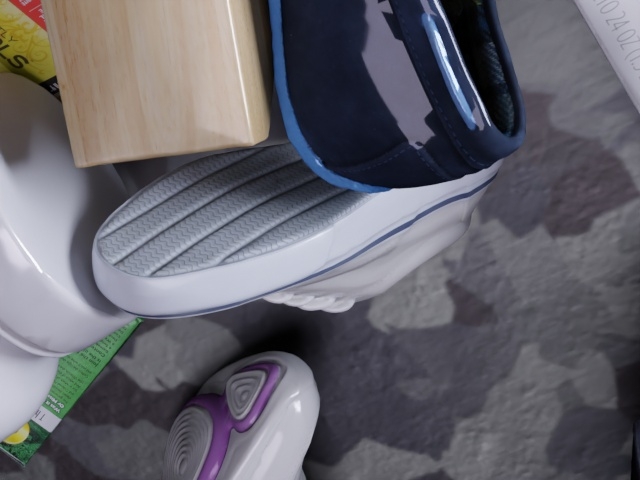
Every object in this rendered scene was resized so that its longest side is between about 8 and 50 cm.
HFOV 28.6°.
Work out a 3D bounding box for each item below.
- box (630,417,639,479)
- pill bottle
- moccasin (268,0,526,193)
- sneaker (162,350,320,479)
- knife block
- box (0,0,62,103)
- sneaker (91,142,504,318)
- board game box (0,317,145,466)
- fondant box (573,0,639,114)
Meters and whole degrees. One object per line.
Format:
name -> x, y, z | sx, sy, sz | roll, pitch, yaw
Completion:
box -> 0.352, 0.224, 0.692 | 0.343, 0.179, 0.312 | -5, 149, 9
pill bottle -> -0.265, 0.052, 0.666 | 0.334, 0.188, 0.188 | -29, 112, 16
moccasin -> 0.040, -0.196, 0.563 | 0.117, 0.138, 0.342 | -1, 106, 38
sneaker -> -0.040, 0.196, 0.846 | 0.152, 0.114, 0.305 | 11, 124, -15
knife block -> -0.091, -0.204, 0.546 | 0.088, 0.275, 0.242 | -7, 147, 15
box -> -0.162, -0.133, 0.626 | 0.087, 0.058, 0.232 | -23, 147, 17
sneaker -> 0.000, 0.000, 0.660 | 0.258, 0.094, 0.091 | -20, 131, -33
board game box -> -0.247, 0.015, 0.768 | 0.260, 0.030, 0.136 | 38, 107, -9
fondant box -> 0.290, -0.166, 0.603 | 0.330, 0.096, 0.238 | -29, 112, 19
